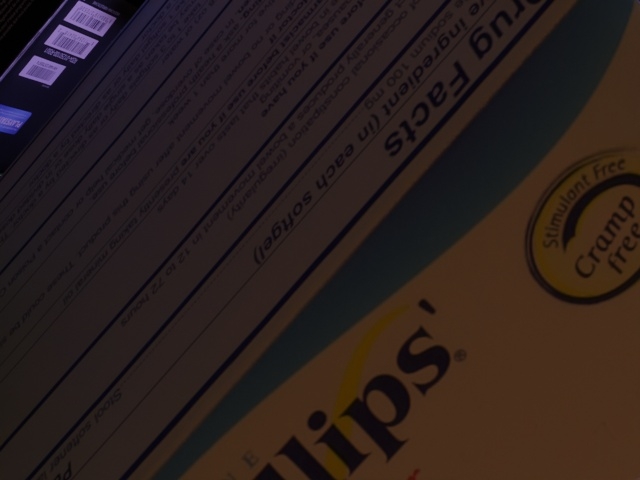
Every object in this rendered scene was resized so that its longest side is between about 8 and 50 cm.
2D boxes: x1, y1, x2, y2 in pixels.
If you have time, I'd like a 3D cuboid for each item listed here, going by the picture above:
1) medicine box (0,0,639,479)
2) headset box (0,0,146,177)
[{"bbox_3d":[0.000,0.000,0.567,0.149,0.263,0.289,37,9,-29],"label":"medicine box"},{"bbox_3d":[-0.231,-0.175,0.897,0.283,0.131,0.246,43,8,11],"label":"headset box"}]
